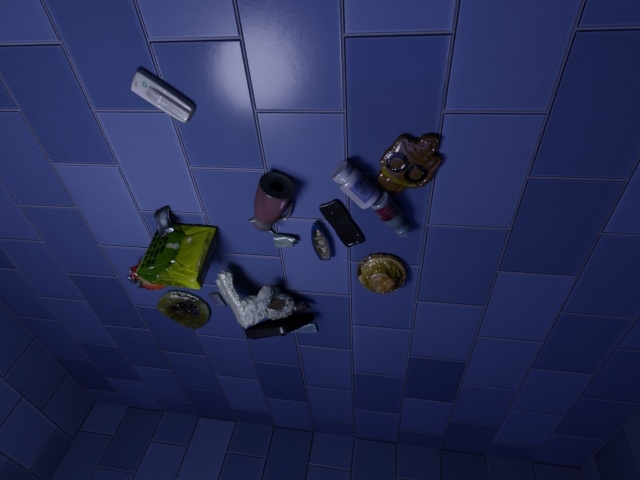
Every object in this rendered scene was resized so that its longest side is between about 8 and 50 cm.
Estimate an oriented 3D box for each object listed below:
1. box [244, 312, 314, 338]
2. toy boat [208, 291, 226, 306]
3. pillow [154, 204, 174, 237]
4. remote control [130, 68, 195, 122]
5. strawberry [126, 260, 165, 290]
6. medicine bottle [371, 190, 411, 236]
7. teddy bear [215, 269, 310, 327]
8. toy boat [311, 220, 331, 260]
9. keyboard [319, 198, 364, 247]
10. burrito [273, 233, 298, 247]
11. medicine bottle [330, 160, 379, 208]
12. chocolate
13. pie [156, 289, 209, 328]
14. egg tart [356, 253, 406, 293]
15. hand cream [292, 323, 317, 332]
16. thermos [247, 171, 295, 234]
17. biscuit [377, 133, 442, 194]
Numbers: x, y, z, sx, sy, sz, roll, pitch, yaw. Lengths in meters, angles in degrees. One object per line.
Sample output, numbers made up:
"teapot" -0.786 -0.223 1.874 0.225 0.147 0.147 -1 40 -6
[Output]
"box" -0.212 0.452 2.142 0.289 0.290 0.073 -14 87 31
"toy boat" -0.582 0.337 2.288 0.063 0.016 0.115 -6 130 18
"pillow" -0.725 -0.088 1.864 0.055 0.135 0.091 -8 163 -42
"remote control" -0.578 -0.522 1.481 0.230 0.049 0.090 32 128 -15
"strawberry" -0.825 0.148 2.116 0.307 0.137 0.233 -19 150 -4
"medicine bottle" 0.292 -0.102 1.645 0.090 0.090 0.217 -23 129 29
"teddy bear" -0.298 0.274 2.101 0.375 0.362 0.327 60 153 9
"toy boat" 0.000 0.000 1.833 0.080 0.045 0.228 -4 130 17
"keyboard" 0.097 -0.071 1.767 0.106 0.016 0.262 -19 126 27
"burrito" -0.161 0.004 1.873 0.118 0.044 0.074 2 135 13
"medicine bottle" 0.135 -0.216 1.568 0.187 0.102 0.103 41 128 -23
"chocolate" -0.647 0.074 1.880 0.289 0.300 0.137 5 145 9
"pie" -0.796 0.408 2.366 0.323 0.070 0.323 5 132 6
"egg tart" 0.283 0.169 1.890 0.241 0.106 0.241 6 128 8
"hand cream" -0.187 0.510 2.330 0.331 0.058 0.085 -1 130 13
"thermos" -0.200 -0.145 1.694 0.177 0.145 0.265 0 146 -22
"biscuit" 0.334 -0.280 1.509 0.209 0.041 0.290 28 132 -14
